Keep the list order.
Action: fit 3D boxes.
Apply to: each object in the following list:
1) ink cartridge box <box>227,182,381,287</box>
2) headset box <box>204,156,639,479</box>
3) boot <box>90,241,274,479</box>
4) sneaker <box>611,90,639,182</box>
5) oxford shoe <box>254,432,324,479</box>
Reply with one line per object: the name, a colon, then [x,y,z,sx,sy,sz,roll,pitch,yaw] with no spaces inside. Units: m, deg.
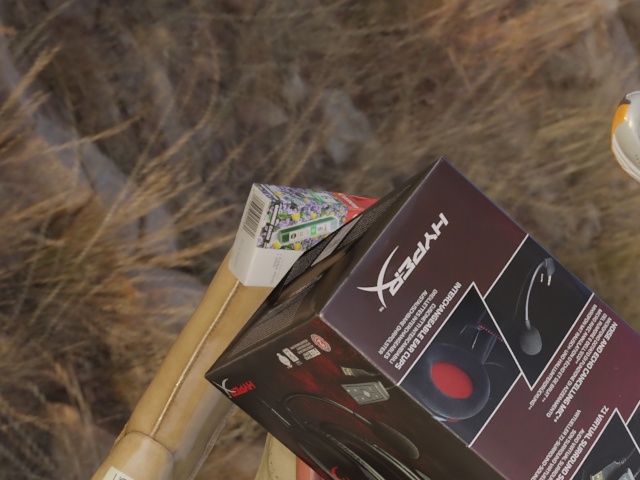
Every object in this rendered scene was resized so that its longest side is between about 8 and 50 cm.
ink cartridge box: [0.000,0.000,0.831,0.115,0.029,0.063,5,113,-34]
headset box: [0.102,0.115,0.677,0.293,0.218,0.110,41,67,-7]
boot: [-0.092,0.127,1.031,0.089,0.236,0.269,30,81,3]
sneaker: [0.406,-0.079,1.211,0.262,0.121,0.099,23,80,-23]
oxford shoe: [0.004,0.247,0.850,0.123,0.130,0.348,9,93,-24]
